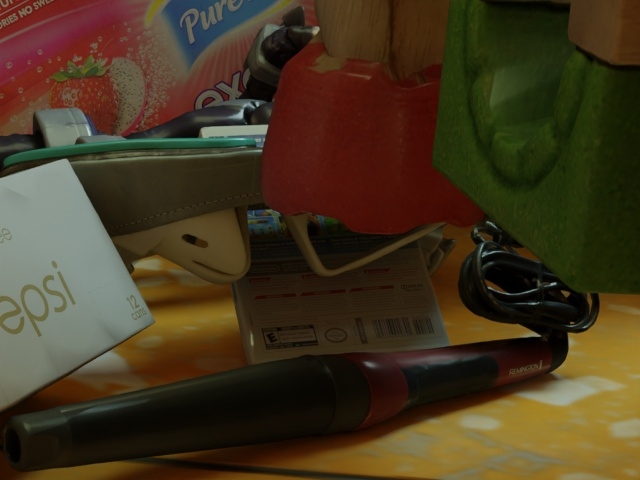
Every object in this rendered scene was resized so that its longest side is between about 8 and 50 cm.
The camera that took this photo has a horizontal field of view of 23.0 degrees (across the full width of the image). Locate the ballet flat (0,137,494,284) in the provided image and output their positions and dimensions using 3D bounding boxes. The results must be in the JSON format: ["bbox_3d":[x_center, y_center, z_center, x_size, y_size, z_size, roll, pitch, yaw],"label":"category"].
[{"bbox_3d":[-0.021,-0.016,0.638,0.213,0.068,0.072,-9,-1,-18],"label":"ballet flat"}]

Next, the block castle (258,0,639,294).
[{"bbox_3d":[0.174,-0.004,0.422,0.303,0.213,0.453,0,18,-15],"label":"block castle"}]

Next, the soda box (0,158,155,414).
[{"bbox_3d":[-0.139,0.035,0.500,0.069,0.074,0.216,-28,1,24],"label":"soda box"}]

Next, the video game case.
[{"bbox_3d":[0.000,0.000,0.679,0.087,0.011,0.122,-4,57,-18],"label":"video game case"}]

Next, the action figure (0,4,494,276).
[{"bbox_3d":[-0.027,-0.044,0.779,0.285,0.099,0.185,-14,38,-20],"label":"action figure"}]

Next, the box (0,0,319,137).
[{"bbox_3d":[-0.077,-0.145,0.914,0.300,0.154,0.142,-31,24,-17],"label":"box"}]

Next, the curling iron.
[{"bbox_3d":[0.004,0.043,0.581,0.274,0.068,0.035,-15,-8,-38],"label":"curling iron"}]
